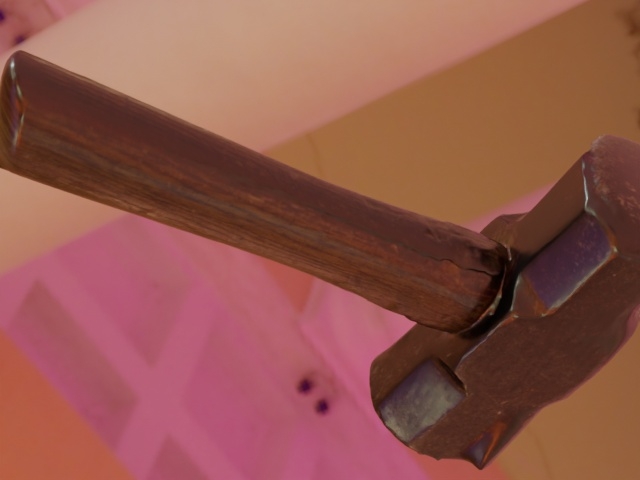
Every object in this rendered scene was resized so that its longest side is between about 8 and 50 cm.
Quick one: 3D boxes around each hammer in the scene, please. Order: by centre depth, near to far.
[{"bbox_3d":[0.000,0.000,0.867,0.409,0.242,0.095,19,-137,-27],"label":"hammer"}]
